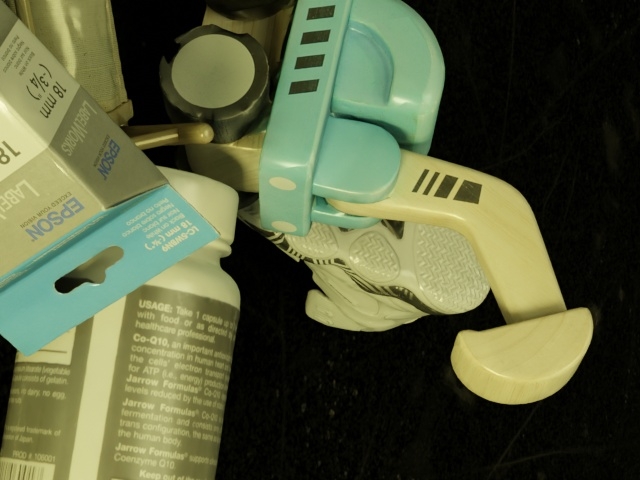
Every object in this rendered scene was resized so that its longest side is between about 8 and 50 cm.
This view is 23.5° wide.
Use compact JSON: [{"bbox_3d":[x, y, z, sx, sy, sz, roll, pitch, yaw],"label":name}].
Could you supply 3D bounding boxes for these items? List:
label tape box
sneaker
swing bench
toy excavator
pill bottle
[{"bbox_3d":[-0.279,-0.035,1.221,0.334,0.240,0.106,47,27,-23],"label":"label tape box"},{"bbox_3d":[0.000,0.000,1.770,0.366,0.210,0.137,26,64,-13],"label":"sneaker"},{"bbox_3d":[-0.230,-0.202,1.385,0.165,0.254,0.253,-13,101,-25],"label":"swing bench"},{"bbox_3d":[0.064,-0.084,1.529,0.222,0.445,0.433,90,11,-67],"label":"toy excavator"},{"bbox_3d":[-0.185,0.118,1.454,0.204,0.204,0.361,20,75,-52],"label":"pill bottle"}]
